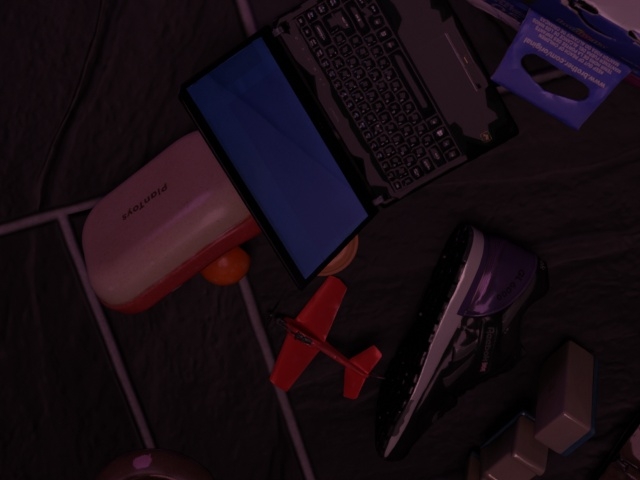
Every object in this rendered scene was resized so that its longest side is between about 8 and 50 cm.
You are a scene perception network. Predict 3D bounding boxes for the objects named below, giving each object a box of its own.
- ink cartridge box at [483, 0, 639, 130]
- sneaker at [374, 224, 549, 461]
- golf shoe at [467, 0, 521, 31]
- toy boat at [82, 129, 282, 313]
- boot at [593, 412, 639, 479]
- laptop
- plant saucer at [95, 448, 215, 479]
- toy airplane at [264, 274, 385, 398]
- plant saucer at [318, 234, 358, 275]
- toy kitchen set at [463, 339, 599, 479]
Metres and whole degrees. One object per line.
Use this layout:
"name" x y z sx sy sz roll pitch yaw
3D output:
"ink cartridge box" 0.293 -0.295 0.937 0.270 0.151 0.395 29 90 -6
"sneaker" 0.156 0.133 1.163 0.124 0.107 0.283 20 108 -10
"golf shoe" 0.201 -0.234 1.046 0.176 0.086 0.069 31 109 -6
"toy boat" -0.128 -0.006 1.126 0.231 0.151 0.151 -35 134 14
"boot" 0.406 0.333 1.241 0.207 0.090 0.248 26 109 7
"laptop" 0.037 -0.127 1.060 0.264 0.136 0.234 -29 105 10
"plant saucer" -0.198 0.331 1.282 0.168 0.029 0.168 1 108 3
"toy airplane" 0.004 0.121 1.196 0.151 0.028 0.151 2 102 11
"plant saucer" 0.000 0.000 1.171 0.083 0.013 0.083 1 108 3
"toy kitchen set" 0.275 0.249 1.206 0.166 0.122 0.207 34 127 -8
